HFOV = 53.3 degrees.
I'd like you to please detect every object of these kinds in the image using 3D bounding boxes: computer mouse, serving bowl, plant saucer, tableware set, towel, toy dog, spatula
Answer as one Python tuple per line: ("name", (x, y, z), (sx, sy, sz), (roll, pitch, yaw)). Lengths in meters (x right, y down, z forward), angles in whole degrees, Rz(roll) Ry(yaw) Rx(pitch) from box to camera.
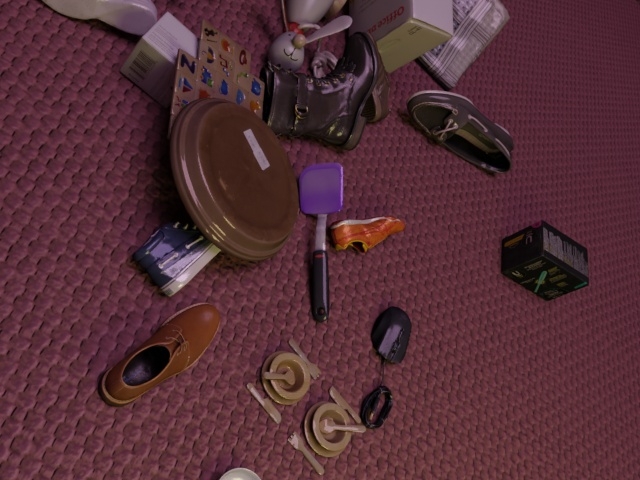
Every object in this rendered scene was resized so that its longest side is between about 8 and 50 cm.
("computer mouse", (0.120, 0.219, 1.133), (0.071, 0.041, 0.242), (32, 52, -22))
("serving bowl", (-0.117, 0.360, 0.885), (0.083, 0.027, 0.083), (18, 58, -31))
("plant saucer", (-0.123, -0.104, 1.019), (0.278, 0.041, 0.277), (32, 48, -44))
("tableware set", (-0.016, 0.256, 1.010), (0.194, 0.039, 0.128), (51, 47, -5))
("towel", (0.317, -0.593, 1.630), (0.312, 0.056, 0.324), (43, 69, -12))
("toy dog", (-0.009, -0.496, 1.323), (0.220, 0.161, 0.333), (9, 62, -34))
("spatula", (0.000, 0.000, 1.144), (0.084, 0.030, 0.296), (-2, 69, 8))

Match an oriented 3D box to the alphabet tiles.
("alphabet tiles", (-0.166, -0.239, 1.067), (0.198, 0.009, 0.237), (24, 62, -49))

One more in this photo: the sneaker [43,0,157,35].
("sneaker", (-0.379, -0.416, 1.069), (0.212, 0.080, 0.094), (19, 39, -28))

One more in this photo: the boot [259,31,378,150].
("boot", (-0.010, -0.303, 1.231), (0.229, 0.091, 0.262), (10, 88, -34))

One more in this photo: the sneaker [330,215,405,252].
("sneaker", (0.091, -0.012, 1.228), (0.175, 0.064, 0.067), (-9, 88, -33))

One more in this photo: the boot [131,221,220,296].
("boot", (-0.198, -0.006, 0.984), (0.086, 0.069, 0.190), (51, 48, -13))

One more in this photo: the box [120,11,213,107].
("box", (-0.258, -0.301, 1.071), (0.102, 0.101, 0.087), (39, 49, -18))

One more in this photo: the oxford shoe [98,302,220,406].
("oxford shoe", (-0.207, 0.152, 0.895), (0.076, 0.076, 0.212), (50, 46, -3))

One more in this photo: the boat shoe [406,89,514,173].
("boat shoe", (0.342, -0.252, 1.502), (0.335, 0.112, 0.095), (18, 53, -34))

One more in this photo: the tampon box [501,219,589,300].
("tampon box", (0.518, 0.048, 1.472), (0.161, 0.120, 0.101), (29, 53, -23))

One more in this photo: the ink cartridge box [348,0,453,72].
("ink cartridge box", (0.173, -0.561, 1.415), (0.131, 0.226, 0.306), (7, 77, -32))

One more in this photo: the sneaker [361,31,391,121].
("sneaker", (0.113, -0.354, 1.381), (0.071, 0.066, 0.188), (-22, 112, -44))
